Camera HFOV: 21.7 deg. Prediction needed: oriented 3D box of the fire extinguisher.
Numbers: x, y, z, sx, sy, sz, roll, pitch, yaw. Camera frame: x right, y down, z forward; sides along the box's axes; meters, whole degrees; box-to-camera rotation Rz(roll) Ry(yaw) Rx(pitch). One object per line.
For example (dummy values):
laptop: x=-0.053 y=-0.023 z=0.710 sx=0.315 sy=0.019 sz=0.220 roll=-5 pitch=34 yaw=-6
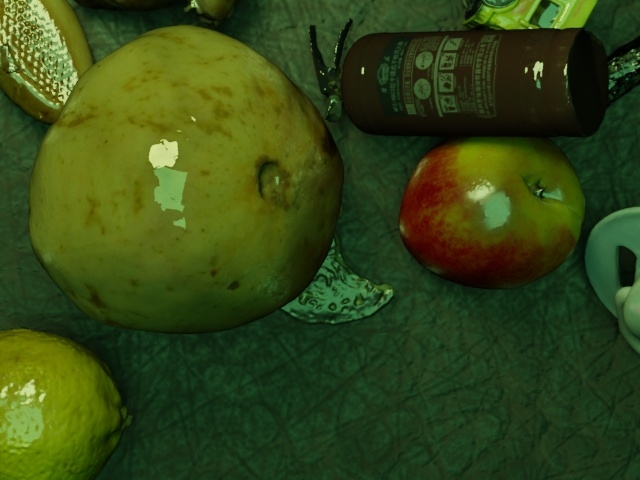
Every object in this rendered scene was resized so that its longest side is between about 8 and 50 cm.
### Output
fire extinguisher: x=0.131 y=-0.176 z=1.778 sx=0.337 sy=0.114 sz=0.135 roll=2 pitch=81 yaw=30

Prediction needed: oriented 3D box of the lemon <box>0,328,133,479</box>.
lemon: x=-0.317 y=0.192 z=1.790 sx=0.231 sy=0.192 sz=0.192 roll=5 pitch=92 yaw=1

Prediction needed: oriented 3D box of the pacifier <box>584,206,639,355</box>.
pacifier: x=0.442 y=0.038 z=1.814 sx=0.287 sy=0.238 sz=0.226 roll=17 pitch=53 yaw=32

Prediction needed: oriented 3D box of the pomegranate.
pomegranate: x=-0.151 y=-0.065 z=1.738 sx=0.343 sy=0.342 sz=0.342 roll=0 pitch=92 yaw=-1

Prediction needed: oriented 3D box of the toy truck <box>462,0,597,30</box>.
toy truck: x=0.276 y=-0.327 z=1.817 sx=0.157 sy=0.124 sz=0.272 roll=30 pitch=90 yaw=-3

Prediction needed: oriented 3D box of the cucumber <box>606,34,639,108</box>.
cucumber: x=0.349 y=-0.197 z=1.860 sx=0.181 sy=0.053 sz=0.053 roll=-34 pitch=92 yaw=-2

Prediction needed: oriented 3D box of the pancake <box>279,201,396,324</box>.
pancake: x=0.000 y=0.000 z=1.874 sx=0.184 sy=0.020 sz=0.190 roll=7 pitch=93 yaw=0

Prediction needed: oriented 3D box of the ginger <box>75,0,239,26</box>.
ginger: x=-0.226 y=-0.377 z=1.793 sx=0.256 sy=0.176 sz=0.375 roll=-41 pitch=94 yaw=18

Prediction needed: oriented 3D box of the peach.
peach: x=0.186 y=-0.033 z=1.828 sx=0.190 sy=0.192 sz=0.190 roll=7 pitch=78 yaw=-37

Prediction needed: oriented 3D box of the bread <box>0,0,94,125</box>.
bread: x=-0.316 y=-0.212 z=1.836 sx=0.114 sy=0.077 sz=0.189 roll=-29 pitch=95 yaw=-18
